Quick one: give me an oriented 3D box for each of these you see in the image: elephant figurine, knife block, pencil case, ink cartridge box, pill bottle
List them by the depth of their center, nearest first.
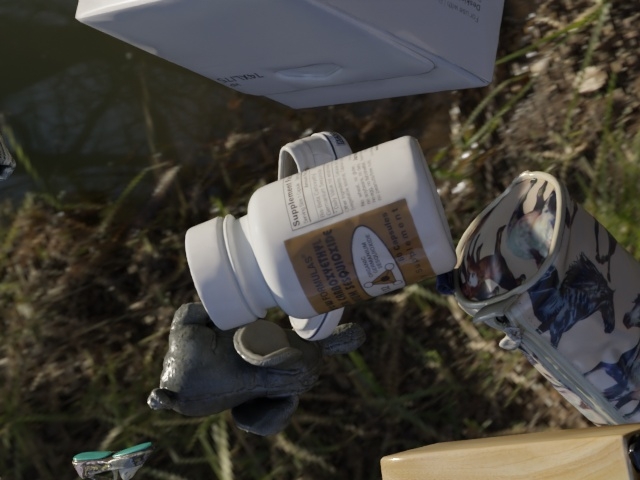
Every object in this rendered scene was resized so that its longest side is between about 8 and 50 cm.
[{"bbox_3d":[-0.002,-0.245,0.845,0.198,0.197,0.270,-1,76,48],"label":"ink cartridge box"},{"bbox_3d":[0.207,0.170,0.964,0.275,0.088,0.242,41,113,30],"label":"knife block"},{"bbox_3d":[0.000,0.000,1.211,0.229,0.131,0.131,-19,94,8],"label":"pill bottle"},{"bbox_3d":[0.306,0.116,1.407,0.410,0.184,0.160,42,153,-28],"label":"pencil case"},{"bbox_3d":[-0.076,0.163,1.713,0.239,0.169,0.186,6,70,10],"label":"elephant figurine"}]

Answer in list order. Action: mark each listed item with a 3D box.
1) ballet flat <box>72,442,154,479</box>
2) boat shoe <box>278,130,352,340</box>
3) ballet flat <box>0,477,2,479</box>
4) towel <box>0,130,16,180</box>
[{"bbox_3d":[-0.238,0.263,1.542,0.114,0.041,0.041,-13,97,26],"label":"ballet flat"},{"bbox_3d":[-0.021,0.003,1.555,0.096,0.088,0.268,41,132,44],"label":"boat shoe"},{"bbox_3d":[-0.527,0.343,1.849,0.052,0.168,0.057,-25,70,42],"label":"ballet flat"},{"bbox_3d":[-0.508,-0.117,1.357,0.056,0.324,0.312,83,161,-45],"label":"towel"}]
